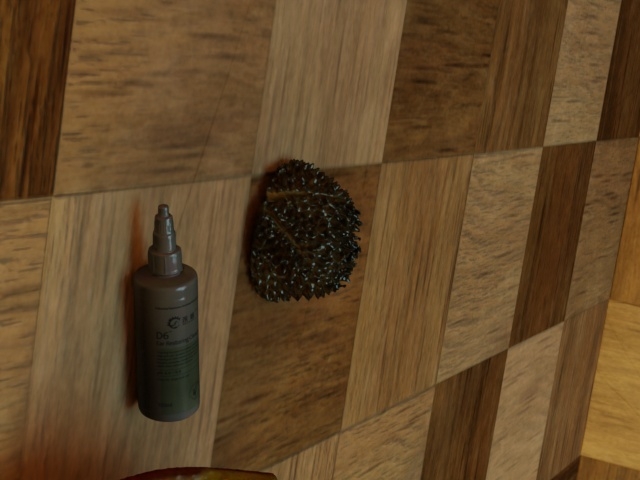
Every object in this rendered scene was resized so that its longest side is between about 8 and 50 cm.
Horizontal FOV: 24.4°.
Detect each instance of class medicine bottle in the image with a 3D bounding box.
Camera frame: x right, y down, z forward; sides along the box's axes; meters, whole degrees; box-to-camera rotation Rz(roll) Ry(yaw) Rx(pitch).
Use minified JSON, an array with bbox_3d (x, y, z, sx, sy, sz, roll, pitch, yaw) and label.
[{"bbox_3d":[-0.135,0.061,1.295,0.057,0.057,0.199,-38,136,-55],"label":"medicine bottle"}]

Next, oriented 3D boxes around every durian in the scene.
[{"bbox_3d":[0.000,0.000,1.526,0.188,0.091,0.148,32,72,-67],"label":"durian"}]

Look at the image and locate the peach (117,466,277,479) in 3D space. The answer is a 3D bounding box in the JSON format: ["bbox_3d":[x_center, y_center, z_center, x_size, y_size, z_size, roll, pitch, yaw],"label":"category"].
[{"bbox_3d":[-0.139,0.332,1.192,0.306,0.242,0.380,-25,149,-8],"label":"peach"}]
